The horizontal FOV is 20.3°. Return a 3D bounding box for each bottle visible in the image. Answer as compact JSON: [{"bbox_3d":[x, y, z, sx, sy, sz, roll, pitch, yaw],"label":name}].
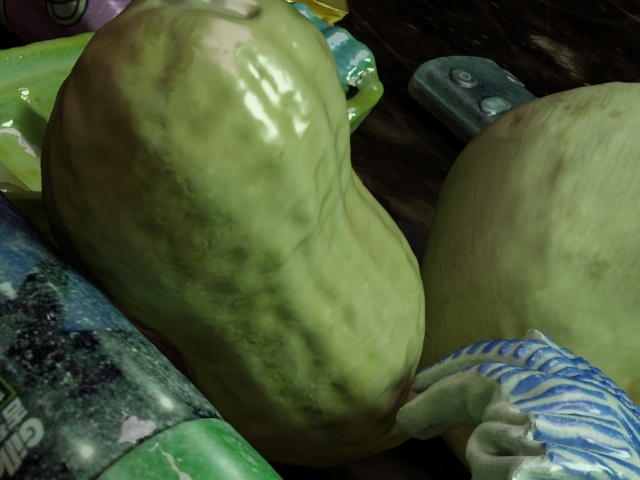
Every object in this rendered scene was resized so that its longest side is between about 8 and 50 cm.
[{"bbox_3d":[-0.108,0.051,0.619,0.330,0.093,0.093,43,26,24],"label":"bottle"}]

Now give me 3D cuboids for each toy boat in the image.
[{"bbox_3d":[-0.084,-0.045,0.831,0.111,0.084,0.276,41,35,21],"label":"toy boat"}]

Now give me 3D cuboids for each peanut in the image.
[{"bbox_3d":[-0.030,0.002,0.689,0.123,0.124,0.256,53,-9,41],"label":"peanut"}]

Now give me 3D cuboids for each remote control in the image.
[{"bbox_3d":[0.212,0.003,1.153,0.377,0.044,0.107,44,23,27],"label":"remote control"}]

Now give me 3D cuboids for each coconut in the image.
[{"bbox_3d":[0.149,0.027,0.847,0.224,0.224,0.224,26,24,-12],"label":"coconut"}]

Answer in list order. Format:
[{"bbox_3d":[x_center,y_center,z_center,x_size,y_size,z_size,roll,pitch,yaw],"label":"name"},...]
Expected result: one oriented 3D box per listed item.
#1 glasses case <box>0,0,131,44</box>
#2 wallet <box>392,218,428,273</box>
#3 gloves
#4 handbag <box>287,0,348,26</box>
[{"bbox_3d":[-0.162,-0.174,1.013,0.316,0.076,0.123,43,26,25],"label":"glasses case"},{"bbox_3d":[0.000,0.000,0.938,0.157,0.018,0.082,18,28,-26],"label":"wallet"},{"bbox_3d":[0.080,0.101,0.646,0.097,0.119,0.229,-11,30,7],"label":"gloves"},{"bbox_3d":[-0.013,-0.171,1.248,0.061,0.027,0.083,25,22,-13],"label":"handbag"}]
